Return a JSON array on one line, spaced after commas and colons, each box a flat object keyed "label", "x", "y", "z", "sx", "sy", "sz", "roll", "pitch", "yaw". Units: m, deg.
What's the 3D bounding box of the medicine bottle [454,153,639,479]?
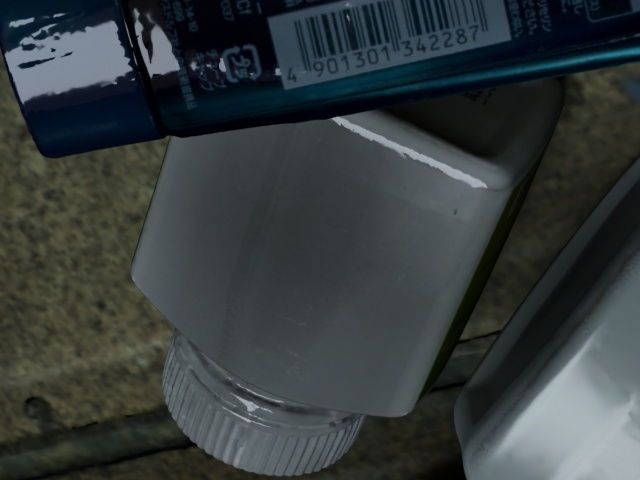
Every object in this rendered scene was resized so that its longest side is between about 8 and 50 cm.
[{"label": "medicine bottle", "x": 0.219, "y": 0.108, "z": 0.730, "sx": 0.324, "sy": 0.124, "sz": 0.179, "roll": 36, "pitch": 96, "yaw": -3}]

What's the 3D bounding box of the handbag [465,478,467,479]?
[{"label": "handbag", "x": -0.014, "y": 0.240, "z": 0.809, "sx": 0.303, "sy": 0.329, "sz": 0.122, "roll": -29, "pitch": 105, "yaw": 35}]

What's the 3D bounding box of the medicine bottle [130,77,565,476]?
[{"label": "medicine bottle", "x": 0.000, "y": 0.000, "z": 0.783, "sx": 0.132, "sy": 0.088, "sz": 0.188, "roll": 26, "pitch": 130, "yaw": 6}]

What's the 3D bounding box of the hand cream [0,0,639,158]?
[{"label": "hand cream", "x": 0.025, "y": -0.098, "z": 0.664, "sx": 0.270, "sy": 0.061, "sz": 0.120, "roll": -13, "pitch": 94, "yaw": 7}]
